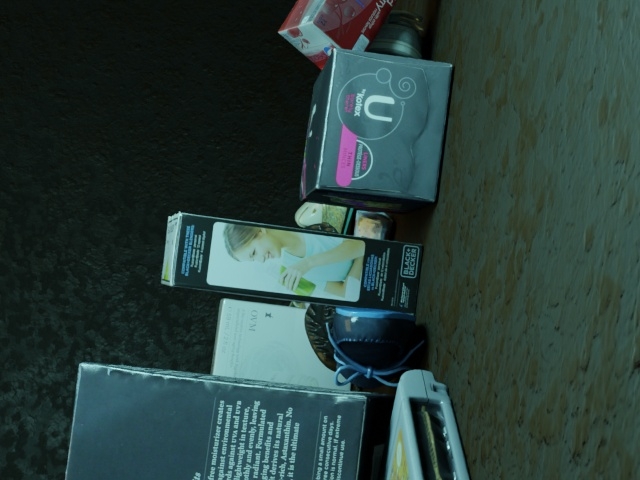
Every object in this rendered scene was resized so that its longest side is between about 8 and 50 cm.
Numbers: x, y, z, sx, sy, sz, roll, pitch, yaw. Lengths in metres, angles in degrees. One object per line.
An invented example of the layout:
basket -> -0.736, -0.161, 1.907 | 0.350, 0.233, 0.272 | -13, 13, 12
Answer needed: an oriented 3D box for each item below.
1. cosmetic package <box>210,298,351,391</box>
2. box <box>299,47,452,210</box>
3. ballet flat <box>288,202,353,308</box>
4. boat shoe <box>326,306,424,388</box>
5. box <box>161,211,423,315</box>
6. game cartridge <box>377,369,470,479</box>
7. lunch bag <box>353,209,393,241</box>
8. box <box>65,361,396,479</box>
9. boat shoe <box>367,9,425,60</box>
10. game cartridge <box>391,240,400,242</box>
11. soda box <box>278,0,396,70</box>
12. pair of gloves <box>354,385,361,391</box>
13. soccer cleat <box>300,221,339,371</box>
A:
cosmetic package -> -0.065, 0.218, 1.952 | 0.138, 0.224, 0.224 | 160, 117, -82
box -> 0.060, -0.125, 1.470 | 0.270, 0.143, 0.165 | 158, 119, -84
ballet flat -> 0.000, 0.000, 2.217 | 0.123, 0.123, 0.348 | -97, 15, -73
boat shoe -> 0.067, 0.128, 1.358 | 0.258, 0.109, 0.089 | 46, -129, -75
box -> -0.040, 0.029, 1.447 | 0.169, 0.290, 0.087 | 178, 100, -78
game cartridge -> 0.086, 0.269, 1.062 | 0.297, 0.062, 0.198 | -94, 16, -68
lunch bag -> 0.073, -0.002, 1.691 | 0.083, 0.053, 0.071 | -131, 46, -72
box -> -0.081, 0.236, 1.286 | 0.296, 0.294, 0.183 | 36, -119, -76
boat shoe -> 0.082, -0.270, 1.646 | 0.320, 0.118, 0.103 | -53, -33, -85
game cartridge -> 0.095, 0.043, 1.556 | 0.056, 0.017, 0.083 | -99, 17, -87
soda box -> 0.059, -0.341, 1.498 | 0.263, 0.083, 0.092 | -59, 25, -16
pair of gloves -> 0.059, 0.185, 1.804 | 0.074, 0.010, 0.083 | 138, 139, -83
soccer cleat -> 0.027, 0.103, 1.821 | 0.318, 0.108, 0.116 | -110, -2, -52
